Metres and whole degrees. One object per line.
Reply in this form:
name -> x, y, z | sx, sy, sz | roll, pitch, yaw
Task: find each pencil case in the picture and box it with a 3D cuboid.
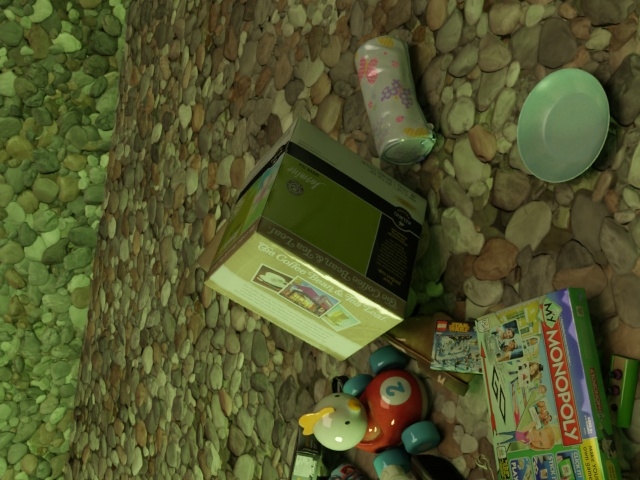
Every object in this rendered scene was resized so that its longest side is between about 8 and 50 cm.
pencil case -> 0.152, -0.292, 1.784 | 0.124, 0.114, 0.273 | -33, 59, 37

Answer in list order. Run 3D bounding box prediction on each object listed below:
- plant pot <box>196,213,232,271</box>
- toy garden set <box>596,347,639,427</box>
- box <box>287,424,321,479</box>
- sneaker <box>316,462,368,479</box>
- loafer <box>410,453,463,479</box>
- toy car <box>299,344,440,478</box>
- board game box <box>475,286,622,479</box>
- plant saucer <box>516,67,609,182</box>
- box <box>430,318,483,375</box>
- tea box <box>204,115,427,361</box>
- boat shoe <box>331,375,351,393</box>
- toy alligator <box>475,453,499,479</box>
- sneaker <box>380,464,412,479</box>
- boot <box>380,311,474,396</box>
plant pot -> -0.120, -0.013, 2.051 | 0.256, 0.257, 0.273 | 32, 96, 52
toy garden set -> 0.394, 0.268, 1.419 | 0.244, 0.049, 0.203 | 11, 95, 55
box -> -0.045, 0.549, 1.928 | 0.183, 0.056, 0.230 | -91, 12, -81
sneaker -> 0.058, 0.535, 1.820 | 0.262, 0.104, 0.125 | -26, 63, 51
loafer -> 0.234, 0.483, 1.592 | 0.220, 0.080, 0.078 | 43, 120, 48
toy car -> 0.074, 0.345, 1.703 | 0.210, 0.238, 0.219 | -54, 46, 37
board game box -> 0.361, 0.255, 1.390 | 0.214, 0.046, 0.317 | -30, 60, 50
plant saucer -> 0.419, -0.192, 1.455 | 0.195, 0.038, 0.194 | -12, 75, 54
box -> 0.272, 0.194, 1.547 | 0.137, 0.027, 0.093 | 3, 73, 22
tea box -> 0.000, 0.000, 1.684 | 0.220, 0.329, 0.323 | -42, 22, 44
boat shoe -> 0.048, 0.367, 1.909 | 0.049, 0.042, 0.132 | -21, 70, 50
toy alligator -> 0.328, 0.459, 1.492 | 0.189, 0.056, 0.051 | 58, 171, 41
sneaker -> 0.161, 0.573, 1.662 | 0.118, 0.110, 0.291 | -121, 26, -75
boot -> 0.201, 0.184, 1.685 | 0.305, 0.112, 0.115 | 31, 92, 48
